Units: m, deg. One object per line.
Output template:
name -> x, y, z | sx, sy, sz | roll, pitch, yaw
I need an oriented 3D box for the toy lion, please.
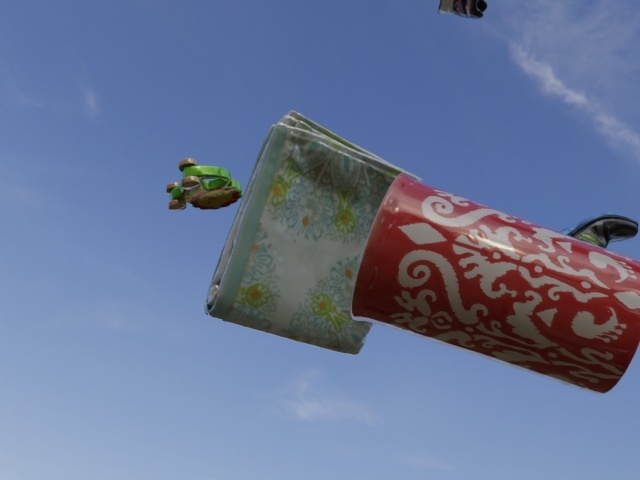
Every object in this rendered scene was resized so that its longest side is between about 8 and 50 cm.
toy lion -> -0.142, -0.066, 0.682 | 0.096, 0.034, 0.100 | -2, -21, -31

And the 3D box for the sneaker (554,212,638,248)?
sneaker -> 0.381, 0.015, 0.781 | 0.188, 0.078, 0.067 | -19, -27, -12

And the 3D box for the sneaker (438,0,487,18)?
sneaker -> 0.234, -0.405, 0.780 | 0.077, 0.072, 0.178 | 25, -23, 12

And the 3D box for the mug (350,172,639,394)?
mug -> 0.125, 0.030, 0.387 | 0.169, 0.150, 0.113 | 19, -85, 16

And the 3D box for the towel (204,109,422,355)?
towel -> 0.000, 0.000, 0.959 | 0.320, 0.375, 0.090 | 21, -1, -25
